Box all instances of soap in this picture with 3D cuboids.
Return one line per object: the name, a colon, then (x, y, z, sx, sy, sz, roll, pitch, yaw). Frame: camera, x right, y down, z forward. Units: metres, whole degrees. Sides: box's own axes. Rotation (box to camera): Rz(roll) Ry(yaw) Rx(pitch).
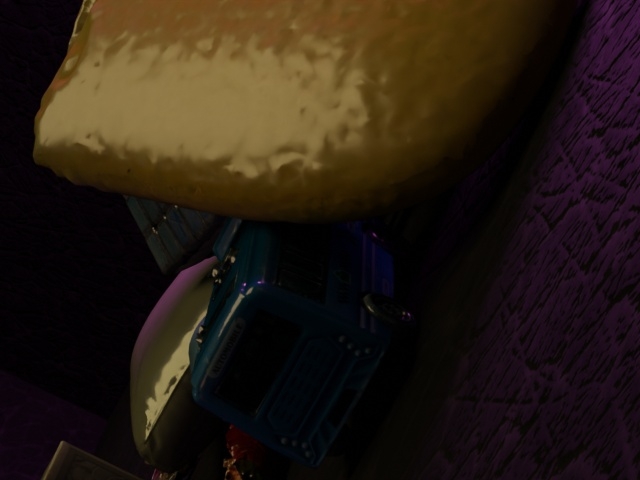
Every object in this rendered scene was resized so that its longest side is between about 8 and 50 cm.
soap: (-0.006, -0.147, 1.278, 0.427, 0.115, 0.306, 6, 57, 39)

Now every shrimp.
shrimp: (-0.180, 0.282, 2.110, 0.195, 0.035, 0.148, -62, 4, 29)

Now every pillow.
pillow: (-0.117, 0.101, 1.868, 0.255, 0.120, 0.322, -55, 9, 4)

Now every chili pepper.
chili pepper: (-0.056, 0.180, 1.474, 0.050, 0.059, 0.268, -22, 7, 2)

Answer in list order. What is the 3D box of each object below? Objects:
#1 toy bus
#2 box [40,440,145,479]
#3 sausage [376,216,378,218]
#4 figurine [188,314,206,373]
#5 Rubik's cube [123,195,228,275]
toy bus: (-0.014, 0.049, 1.252, 0.113, 0.134, 0.246, -61, 8, 19)
box: (-0.234, 0.330, 1.746, 0.256, 0.164, 0.069, -59, 8, 37)
sausage: (0.000, 0.000, 1.604, 0.264, 0.083, 0.083, -58, 8, 30)
figurine: (-0.019, 0.035, 1.487, 0.260, 0.103, 0.205, -55, 7, -9)
Rubik's cube: (-0.084, -0.136, 1.729, 0.238, 0.237, 0.237, -27, -9, -22)
